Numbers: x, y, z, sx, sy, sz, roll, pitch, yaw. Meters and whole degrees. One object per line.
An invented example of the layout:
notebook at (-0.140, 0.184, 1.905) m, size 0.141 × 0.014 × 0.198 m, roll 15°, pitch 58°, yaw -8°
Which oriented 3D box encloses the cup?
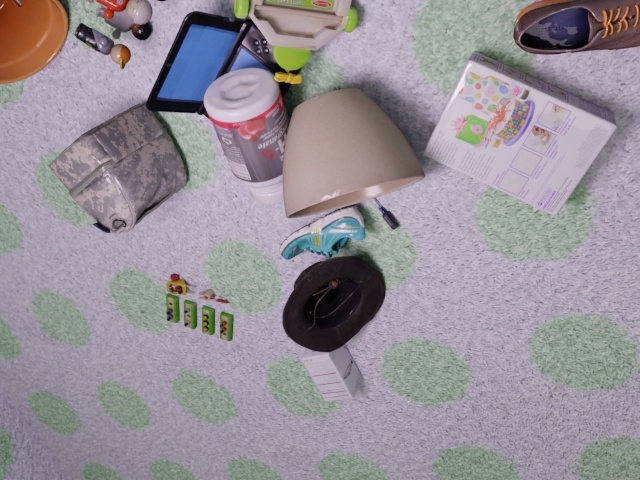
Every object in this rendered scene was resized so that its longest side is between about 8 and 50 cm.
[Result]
cup at (0.050, -0.209, 1.377) m, size 0.331 × 0.331 × 0.237 m, roll -16°, pitch 89°, yaw 30°

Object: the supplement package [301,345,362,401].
supplement package at (0.037, 0.396, 1.856) m, size 0.105 × 0.105 × 0.179 m, roll -16°, pitch 113°, yaw 29°

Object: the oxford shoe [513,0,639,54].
oxford shoe at (0.553, -0.409, 1.125) m, size 0.364 × 0.132 × 0.130 m, roll -6°, pitch 117°, yaw 25°

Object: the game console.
game console at (-0.235, -0.375, 1.448) m, size 0.250 × 0.173 × 0.293 m, roll 38°, pitch 127°, yaw -3°

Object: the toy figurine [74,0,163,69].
toy figurine at (-0.464, -0.543, 1.419) m, size 0.148 × 0.213 × 0.209 m, roll 27°, pitch 131°, yaw -15°

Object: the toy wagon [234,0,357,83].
toy wagon at (-0.048, -0.508, 1.272) m, size 0.267 × 0.068 × 0.344 m, roll 0°, pitch 127°, yaw -21°

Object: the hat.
hat at (0.013, 0.154, 1.677) m, size 0.134 × 0.331 × 0.331 m, roll 44°, pitch 141°, yaw 46°

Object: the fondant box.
fondant box at (0.428, -0.232, 1.311) m, size 0.330 × 0.096 × 0.238 m, roll 26°, pitch 126°, yaw 5°

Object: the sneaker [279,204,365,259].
sneaker at (0.000, 0.000, 1.609) m, size 0.275 × 0.107 × 0.110 m, roll -26°, pitch 88°, yaw 33°

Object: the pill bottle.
pill bottle at (-0.152, -0.242, 1.459) m, size 0.176 × 0.176 × 0.318 m, roll 6°, pitch 142°, yaw 19°

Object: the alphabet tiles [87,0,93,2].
alphabet tiles at (-0.643, -0.770, 1.471) m, size 0.343 × 0.011 × 0.285 m, roll 28°, pitch 127°, yaw 4°

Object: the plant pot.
plant pot at (-0.833, -0.577, 1.523) m, size 0.203 × 0.291 × 0.291 m, roll 47°, pitch 127°, yaw 11°

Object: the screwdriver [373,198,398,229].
screwdriver at (0.146, -0.097, 1.561) m, size 0.170 × 0.024 × 0.025 m, roll 50°, pitch 154°, yaw -4°

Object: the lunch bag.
lunch bag at (-0.521, -0.183, 1.603) m, size 0.213 × 0.305 × 0.256 m, roll -29°, pitch 105°, yaw 34°

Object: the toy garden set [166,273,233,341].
toy garden set at (-0.408, 0.227, 1.969) m, size 0.244 × 0.049 × 0.203 m, roll 16°, pitch 125°, yaw 13°
